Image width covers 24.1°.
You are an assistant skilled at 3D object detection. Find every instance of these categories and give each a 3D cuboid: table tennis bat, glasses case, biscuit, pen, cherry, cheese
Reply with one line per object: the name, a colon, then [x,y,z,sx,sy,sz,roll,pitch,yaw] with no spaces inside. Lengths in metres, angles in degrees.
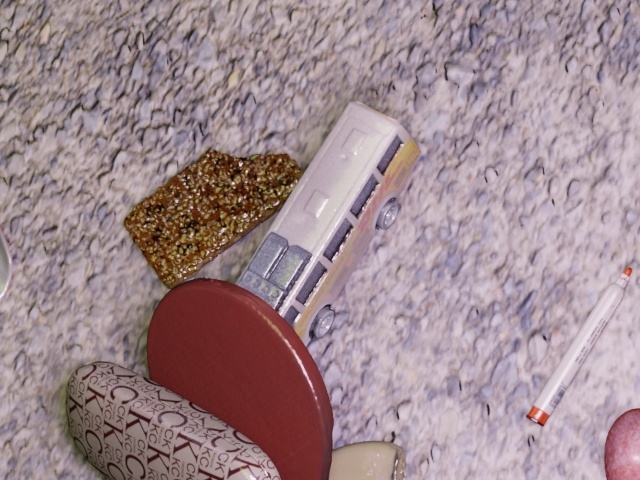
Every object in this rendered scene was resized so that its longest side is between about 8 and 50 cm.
table tennis bat: [-0.070,0.233,1.770,0.268,0.051,0.415,-41,79,42]
glasses case: [-0.181,0.257,1.794,0.354,0.085,0.137,25,124,37]
biscuit: [-0.140,-0.052,1.965,0.237,0.026,0.131,-38,67,3]
pen: [0.309,0.123,1.767,0.026,0.026,0.218,30,83,24]
cherry: [0.385,0.198,1.679,0.107,0.090,0.226,18,83,42]
cheese: [0.010,0.285,1.799,0.192,0.037,0.097,0,72,24]

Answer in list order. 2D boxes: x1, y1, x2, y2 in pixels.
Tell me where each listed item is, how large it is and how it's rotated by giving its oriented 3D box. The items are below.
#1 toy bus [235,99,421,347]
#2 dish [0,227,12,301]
toy bus: [0.000,0.000,1.843,0.097,0.138,0.343,29,82,23]
dish: [-0.532,0.051,2.033,0.234,0.064,0.154,-29,66,5]
